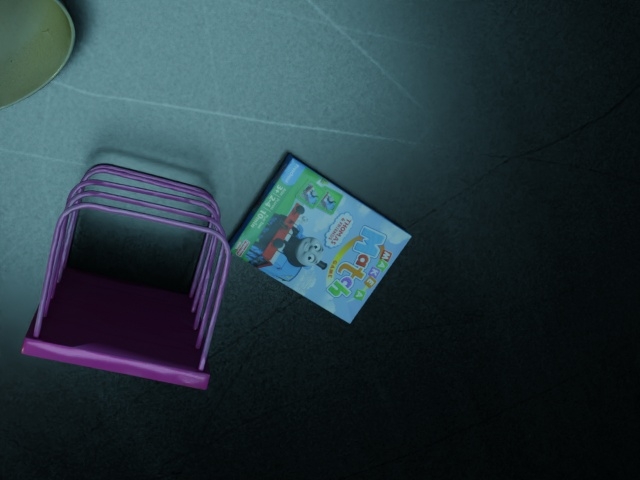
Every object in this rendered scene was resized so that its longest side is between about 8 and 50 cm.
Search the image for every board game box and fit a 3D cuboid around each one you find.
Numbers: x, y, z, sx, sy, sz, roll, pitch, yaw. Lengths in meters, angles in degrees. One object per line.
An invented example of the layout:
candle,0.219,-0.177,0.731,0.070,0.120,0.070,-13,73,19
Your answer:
board game box,0.000,0.000,1.177,0.211,0.039,0.160,32,98,-19

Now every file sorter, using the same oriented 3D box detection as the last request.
file sorter,-0.224,0.025,1.013,0.202,0.291,0.182,14,101,-14

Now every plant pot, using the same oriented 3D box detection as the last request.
plant pot,-0.438,-0.283,0.912,0.284,0.284,0.191,-19,75,-4
